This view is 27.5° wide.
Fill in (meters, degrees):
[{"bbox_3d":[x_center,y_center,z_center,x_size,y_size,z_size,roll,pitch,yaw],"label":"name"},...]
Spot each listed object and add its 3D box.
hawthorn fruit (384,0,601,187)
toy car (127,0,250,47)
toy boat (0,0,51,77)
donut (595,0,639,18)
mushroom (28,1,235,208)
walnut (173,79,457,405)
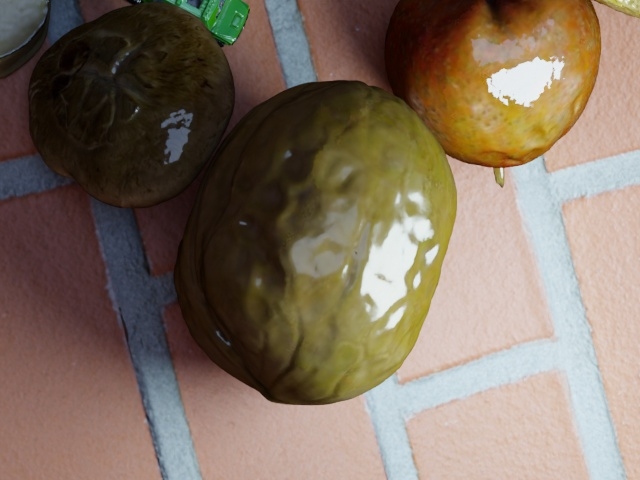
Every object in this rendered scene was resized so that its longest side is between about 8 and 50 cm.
[{"bbox_3d":[0.225,-0.209,1.689,0.277,0.277,0.298,-17,114,-16],"label":"hawthorn fruit"},{"bbox_3d":[-0.169,-0.311,1.672,0.165,0.062,0.071,26,80,-13],"label":"toy car"},{"bbox_3d":[-0.390,-0.296,1.612,0.116,0.061,0.188,6,86,-15],"label":"toy boat"},{"bbox_3d":[0.424,-0.394,1.735,0.317,0.299,0.150,21,93,19],"label":"donut"},{"bbox_3d":[-0.233,-0.167,1.579,0.278,0.146,0.278,-6,66,13],"label":"mushroom"},{"bbox_3d":[0.000,0.000,1.553,0.308,0.354,0.398,20,83,-27],"label":"walnut"}]
